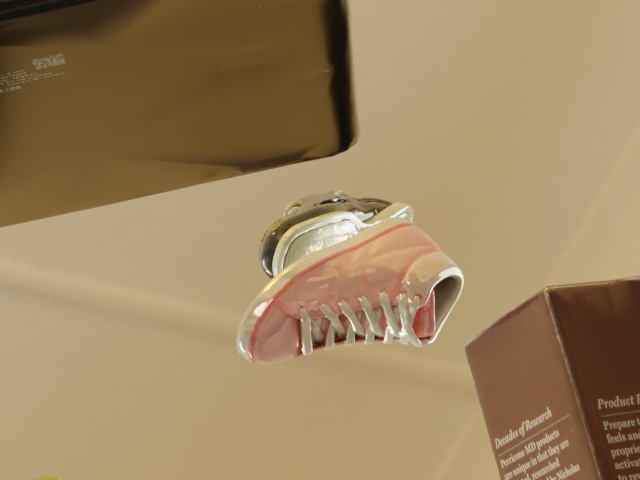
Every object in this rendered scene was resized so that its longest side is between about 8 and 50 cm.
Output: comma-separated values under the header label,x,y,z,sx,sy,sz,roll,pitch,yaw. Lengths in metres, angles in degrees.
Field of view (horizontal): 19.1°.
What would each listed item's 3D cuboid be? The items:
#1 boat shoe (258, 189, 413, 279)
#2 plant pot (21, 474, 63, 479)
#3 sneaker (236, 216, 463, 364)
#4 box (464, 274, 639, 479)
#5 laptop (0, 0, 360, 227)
label,x,y,z,sx,sy,sz,roll,pitch,yaw
boat shoe,0.000,0.000,1.604,0.233,0.079,0.084,-14,-56,-65
plant pot,-0.243,0.267,0.998,0.228,0.207,0.227,-21,-84,-42
sneaker,0.022,0.038,1.056,0.134,0.070,0.051,-30,-41,-28
box,0.257,0.223,1.386,0.191,0.381,0.143,-3,-19,-28
laptop,-0.198,-0.151,0.683,0.382,0.236,0.408,-12,-13,0
